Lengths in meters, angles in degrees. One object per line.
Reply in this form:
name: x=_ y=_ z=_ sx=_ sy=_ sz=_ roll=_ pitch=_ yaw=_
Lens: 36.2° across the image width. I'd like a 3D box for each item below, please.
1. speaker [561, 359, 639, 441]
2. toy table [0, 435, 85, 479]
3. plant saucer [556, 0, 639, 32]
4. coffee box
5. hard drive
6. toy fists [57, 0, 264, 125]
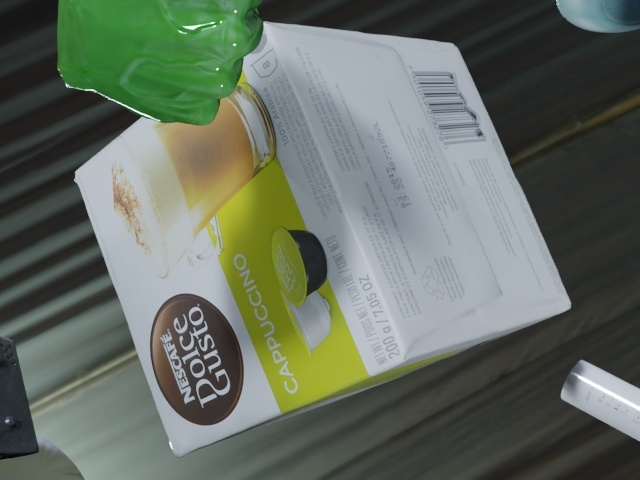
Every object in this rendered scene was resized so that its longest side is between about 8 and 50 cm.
speaker: x=0.350 y=0.192 z=1.136 sx=0.136 sy=0.055 sz=0.055 roll=27 pitch=155 yaw=30
toy table: x=-0.391 y=0.368 z=1.191 sx=0.252 sy=0.161 sz=0.274 roll=39 pitch=-171 yaw=-7
plant saucer: x=0.377 y=-0.304 z=1.153 sx=0.195 sy=0.195 sz=0.037 roll=71 pitch=-173 yaw=-58
coffee box: x=0.000 y=0.000 z=1.073 sx=0.338 sy=0.334 sz=0.337 roll=-9 pitch=-106 yaw=-51
hard drive: x=-0.435 y=0.163 z=1.069 sx=0.255 sy=0.054 sz=0.172 roll=23 pitch=-144 yaw=-52
toy fists: x=-0.099 y=-0.223 z=0.713 sx=0.096 sy=0.142 sz=0.279 roll=-33 pitch=-44 yaw=-69
